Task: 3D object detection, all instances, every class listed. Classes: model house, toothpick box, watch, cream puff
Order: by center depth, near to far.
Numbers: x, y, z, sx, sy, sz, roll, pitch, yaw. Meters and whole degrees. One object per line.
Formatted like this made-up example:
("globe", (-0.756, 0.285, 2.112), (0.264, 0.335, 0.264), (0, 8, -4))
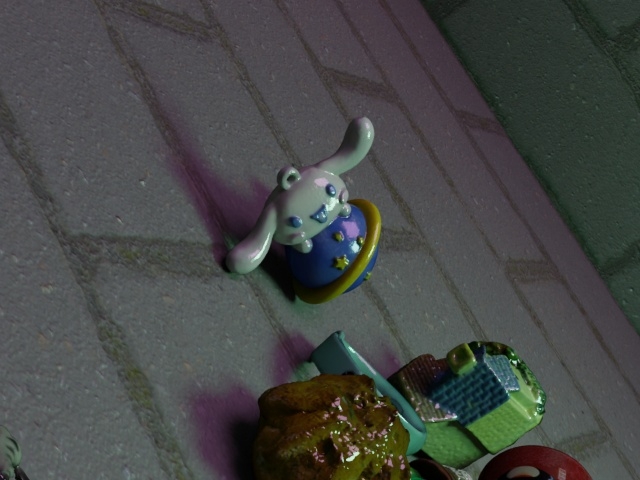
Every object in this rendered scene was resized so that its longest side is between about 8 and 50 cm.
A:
("cream puff", (0.019, 0.280, 1.558), (0.244, 0.196, 0.244), (-9, 90, -79))
("watch", (0.068, 0.231, 1.778), (0.195, 0.068, 0.237), (44, 5, -39))
("toothpick box", (0.312, 0.473, 1.784), (0.204, 0.204, 0.333), (50, 22, -6))
("model house", (0.221, 0.235, 1.916), (0.189, 0.214, 0.195), (35, 28, -50))

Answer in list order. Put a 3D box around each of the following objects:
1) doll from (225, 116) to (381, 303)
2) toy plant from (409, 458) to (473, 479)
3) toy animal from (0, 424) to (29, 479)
("doll", (0.008, -0.048, 1.894), (0.243, 0.311, 0.159), (32, 2, -25))
("toy plant", (0.142, 0.375, 1.741), (0.200, 0.105, 0.143), (7, 33, -41))
("toy animal", (-0.348, 0.172, 1.137), (0.217, 0.073, 0.176), (51, 8, -14))
